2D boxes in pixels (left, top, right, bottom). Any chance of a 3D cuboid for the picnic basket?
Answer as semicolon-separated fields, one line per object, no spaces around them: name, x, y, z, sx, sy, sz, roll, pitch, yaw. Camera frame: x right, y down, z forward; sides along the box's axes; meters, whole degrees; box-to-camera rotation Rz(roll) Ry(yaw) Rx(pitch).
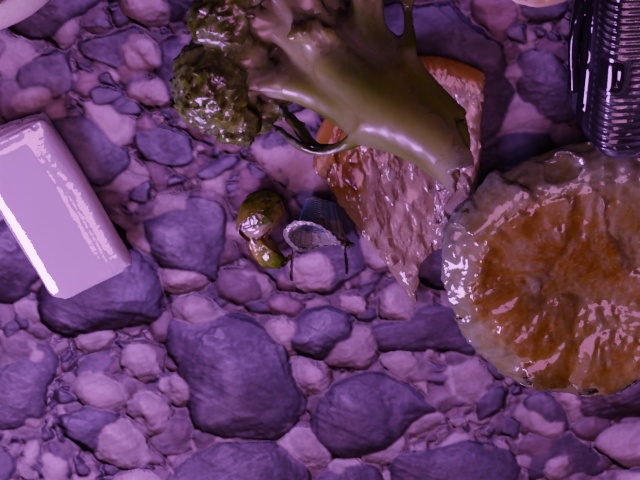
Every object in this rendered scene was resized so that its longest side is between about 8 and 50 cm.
picnic basket;0.000;0.000;1.860;0.065;0.083;0.083;-3;71;25

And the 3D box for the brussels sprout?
brussels sprout;-0.057;-0.008;1.870;0.051;0.046;0.083;-5;113;7

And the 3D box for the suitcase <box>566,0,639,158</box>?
suitcase;0.387;-0.189;1.751;0.312;0.128;0.202;-5;123;-9

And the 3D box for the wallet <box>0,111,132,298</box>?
wallet;-0.268;-0.034;1.856;0.095;0.033;0.190;-28;112;6

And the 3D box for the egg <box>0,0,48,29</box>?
egg;-0.322;-0.318;1.674;0.264;0.174;0.286;-12;86;5

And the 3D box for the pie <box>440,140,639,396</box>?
pie;0.269;0.028;1.881;0.306;0.071;0.306;-3;117;-6

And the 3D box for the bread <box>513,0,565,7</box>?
bread;0.188;-0.369;1.733;0.316;0.054;0.316;-1;111;-3

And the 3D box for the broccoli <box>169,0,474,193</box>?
broccoli;0.024;-0.191;1.724;0.302;0.186;0.254;13;89;10

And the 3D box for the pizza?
pizza;0.087;-0.055;1.866;0.181;0.034;0.262;-10;113;0
